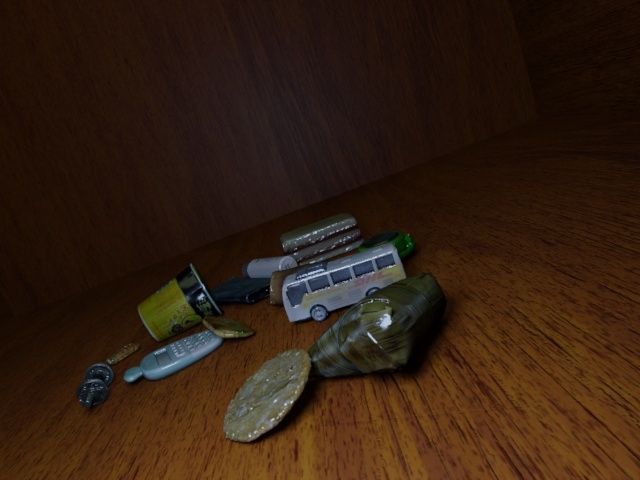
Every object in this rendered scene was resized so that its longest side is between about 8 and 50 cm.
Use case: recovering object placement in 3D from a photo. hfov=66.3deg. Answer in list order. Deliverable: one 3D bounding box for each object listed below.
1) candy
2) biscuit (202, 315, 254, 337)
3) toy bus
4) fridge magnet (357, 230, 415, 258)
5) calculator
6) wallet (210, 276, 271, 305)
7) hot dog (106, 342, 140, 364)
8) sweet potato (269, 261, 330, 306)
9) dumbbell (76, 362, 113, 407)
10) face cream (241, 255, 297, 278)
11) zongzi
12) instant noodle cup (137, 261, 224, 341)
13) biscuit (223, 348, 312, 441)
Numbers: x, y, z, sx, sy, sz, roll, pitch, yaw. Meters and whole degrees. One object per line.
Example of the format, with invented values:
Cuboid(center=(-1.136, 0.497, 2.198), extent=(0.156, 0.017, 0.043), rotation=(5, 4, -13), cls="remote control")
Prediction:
Cuboid(center=(0.000, 0.000, 1.953), extent=(0.320, 0.135, 0.179), rotation=(-21, 14, 1), cls="candy")
Cuboid(center=(-0.277, 0.258, 1.460), extent=(0.118, 0.029, 0.247), rotation=(9, -2, -26), cls="biscuit")
Cuboid(center=(0.061, 0.118, 1.328), extent=(0.342, 0.138, 0.097), rotation=(-17, 15, 8), cls="toy bus")
Cuboid(center=(0.204, 0.031, 1.579), extent=(0.207, 0.088, 0.208), rotation=(-20, 12, 5), cls="fridge magnet")
Cuboid(center=(-0.417, 0.334, 1.414), extent=(0.295, 0.042, 0.184), rotation=(-23, 12, -21), cls="calculator")
Cuboid(center=(-0.297, 0.188, 1.834), extent=(0.190, 0.046, 0.378), rotation=(-29, 14, -38), cls="wallet")
Cuboid(center=(-0.663, 0.377, 1.643), extent=(0.049, 0.037, 0.122), rotation=(-15, 12, 39), cls="hot dog")
Cuboid(center=(-0.009, 0.122, 1.470), extent=(0.336, 0.131, 0.131), rotation=(-15, 13, 32), cls="sweet potato")
Cuboid(center=(-0.631, 0.403, 1.375), extent=(0.081, 0.082, 0.254), rotation=(-23, 13, -11), cls="dumbbell")
Cuboid(center=(-0.217, 0.114, 1.920), extent=(0.311, 0.092, 0.092), rotation=(-9, 17, 48), cls="face cream")
Cuboid(center=(0.097, 0.191, 1.027), extent=(0.300, 0.139, 0.286), rotation=(-33, -4, 35), cls="zongzi")
Cuboid(center=(-0.484, 0.220, 1.678), extent=(0.236, 0.216, 0.215), rotation=(-31, 14, -12), cls="instant noodle cup")
Cuboid(center=(-0.102, 0.297, 0.954), extent=(0.219, 0.033, 0.220), rotation=(-35, 17, 13), cls="biscuit")
